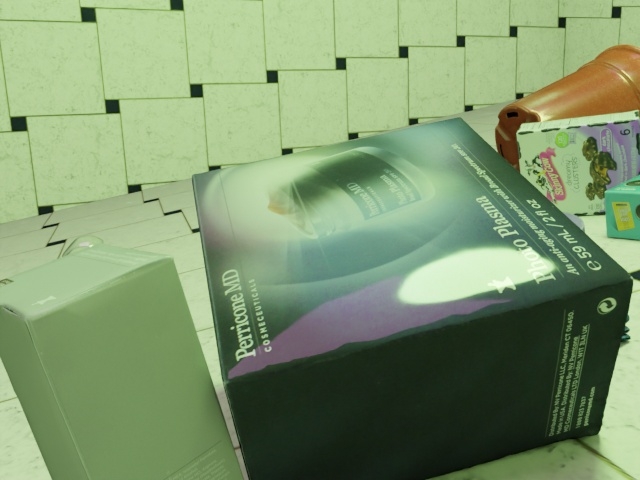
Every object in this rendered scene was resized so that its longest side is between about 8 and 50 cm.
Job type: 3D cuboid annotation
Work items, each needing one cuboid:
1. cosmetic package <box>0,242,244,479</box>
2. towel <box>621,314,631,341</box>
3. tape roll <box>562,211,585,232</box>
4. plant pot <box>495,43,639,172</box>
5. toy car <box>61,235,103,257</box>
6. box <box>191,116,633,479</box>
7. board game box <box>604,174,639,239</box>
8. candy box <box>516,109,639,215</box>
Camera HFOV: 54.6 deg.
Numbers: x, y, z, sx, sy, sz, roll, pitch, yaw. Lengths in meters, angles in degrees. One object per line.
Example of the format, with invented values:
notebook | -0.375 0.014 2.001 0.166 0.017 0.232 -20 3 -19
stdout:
cosmetic package | -0.137 0.128 0.432 0.107 0.238 0.127 -23 20 -38
towel | 0.263 0.102 0.655 0.119 0.029 0.067 -18 17 -22
tape roll | 0.264 0.021 0.852 0.188 0.080 0.189 -11 15 3
plant pot | 0.521 -0.221 1.257 0.265 0.273 0.272 -22 17 -10
toy car | -0.339 0.089 0.940 0.136 0.159 0.182 -47 21 -2
box | 0.051 0.046 0.563 0.293 0.183 0.296 -14 36 -8
board game box | 0.645 -0.077 0.948 0.336 0.079 0.253 -21 18 -33
candy box | 0.457 -0.130 1.096 0.196 0.165 0.070 -3 22 27
